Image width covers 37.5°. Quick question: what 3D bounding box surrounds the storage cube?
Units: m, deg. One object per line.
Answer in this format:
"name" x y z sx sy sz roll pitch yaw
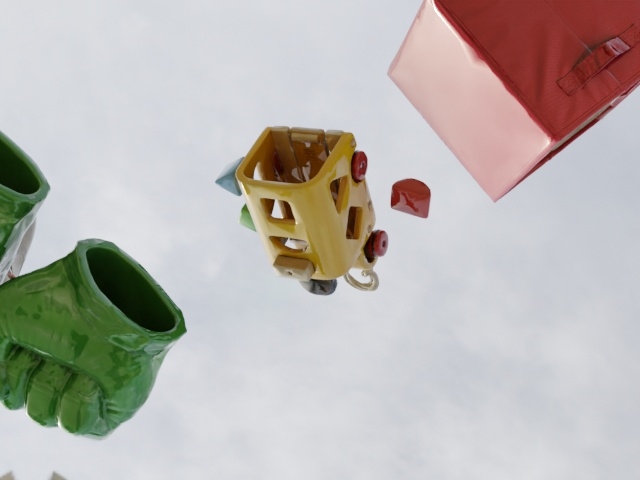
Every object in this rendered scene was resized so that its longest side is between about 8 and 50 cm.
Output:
"storage cube" 0.213 -0.189 0.975 0.183 0.215 0.193 -37 -98 -17

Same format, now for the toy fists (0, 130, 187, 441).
"toy fists" -0.240 0.036 0.719 0.279 0.096 0.142 43 -68 3

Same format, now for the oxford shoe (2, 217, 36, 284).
"oxford shoe" -0.366 0.084 1.044 0.130 0.123 0.348 1 -128 11

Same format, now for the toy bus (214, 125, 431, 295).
"toy bus" -0.008 -0.009 0.886 0.202 0.191 0.104 36 -128 -7
